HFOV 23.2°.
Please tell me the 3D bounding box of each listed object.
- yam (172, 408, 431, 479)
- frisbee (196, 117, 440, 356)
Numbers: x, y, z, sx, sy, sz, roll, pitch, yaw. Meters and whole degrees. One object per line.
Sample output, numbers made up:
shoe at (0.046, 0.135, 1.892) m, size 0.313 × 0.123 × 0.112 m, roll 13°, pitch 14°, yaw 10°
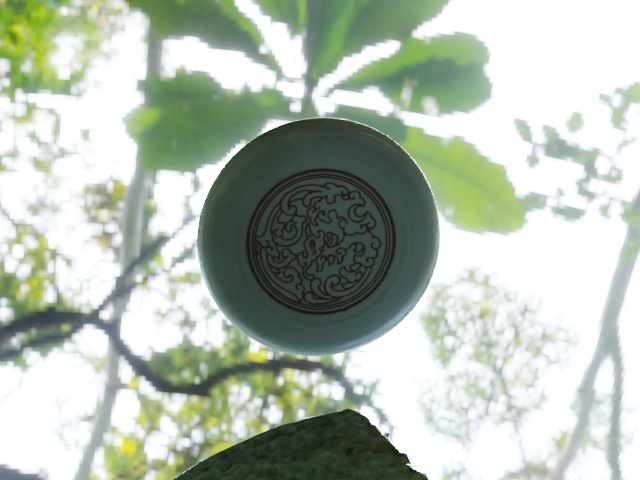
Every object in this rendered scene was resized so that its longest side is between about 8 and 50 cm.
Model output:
yam at (0.001, 0.247, 0.616) m, size 0.201 × 0.271 × 0.202 m, roll -25°, pitch -154°, yaw -14°
frisbee at (0.000, 0.000, 0.692) m, size 0.110 × 0.110 × 0.014 m, roll 4°, pitch -166°, yaw -7°
